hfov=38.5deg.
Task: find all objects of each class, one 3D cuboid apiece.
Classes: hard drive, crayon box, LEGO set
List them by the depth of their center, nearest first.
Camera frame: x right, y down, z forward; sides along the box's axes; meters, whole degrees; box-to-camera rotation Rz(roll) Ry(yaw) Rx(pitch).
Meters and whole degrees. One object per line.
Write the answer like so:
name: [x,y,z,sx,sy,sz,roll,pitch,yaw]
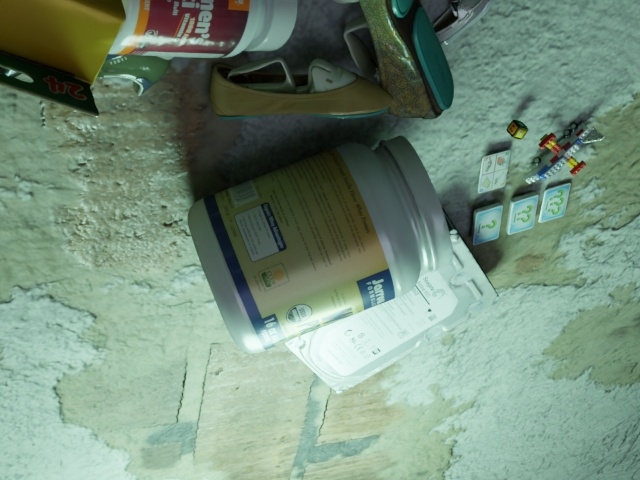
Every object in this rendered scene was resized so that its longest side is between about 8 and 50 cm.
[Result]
crayon box: [-0.293,-0.253,0.815,0.202,0.318,0.081,14,125,-35]
LEGO set: [0.338,-0.093,1.447,0.183,0.060,0.244,-16,136,-14]
hard drive: [0.114,0.113,1.546,0.339,0.064,0.237,-32,137,7]

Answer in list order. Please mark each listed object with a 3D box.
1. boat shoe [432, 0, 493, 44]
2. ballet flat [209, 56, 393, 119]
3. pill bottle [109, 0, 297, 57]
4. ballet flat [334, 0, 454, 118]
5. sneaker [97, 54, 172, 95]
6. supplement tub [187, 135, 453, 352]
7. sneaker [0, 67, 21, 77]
boat shoe: [0.183,-0.298,1.191,0.100,0.035,0.035,-40,138,26]
ballet flat: [-0.027,-0.190,1.134,0.232,0.080,0.073,-2,122,7]
pill bottle: [-0.141,-0.260,0.995,0.221,0.121,0.121,-8,137,-39]
ballet flat: [0.074,-0.283,1.113,0.123,0.123,0.348,-24,135,0]
sneaker: [-0.258,-0.223,1.045,0.192,0.064,0.086,19,118,-40]
supplement tub: [0.000,0.000,1.261,0.316,0.228,0.228,-21,137,-3]
sneaker: [-0.403,-0.176,1.010,0.232,0.090,0.081,-23,137,-1]
